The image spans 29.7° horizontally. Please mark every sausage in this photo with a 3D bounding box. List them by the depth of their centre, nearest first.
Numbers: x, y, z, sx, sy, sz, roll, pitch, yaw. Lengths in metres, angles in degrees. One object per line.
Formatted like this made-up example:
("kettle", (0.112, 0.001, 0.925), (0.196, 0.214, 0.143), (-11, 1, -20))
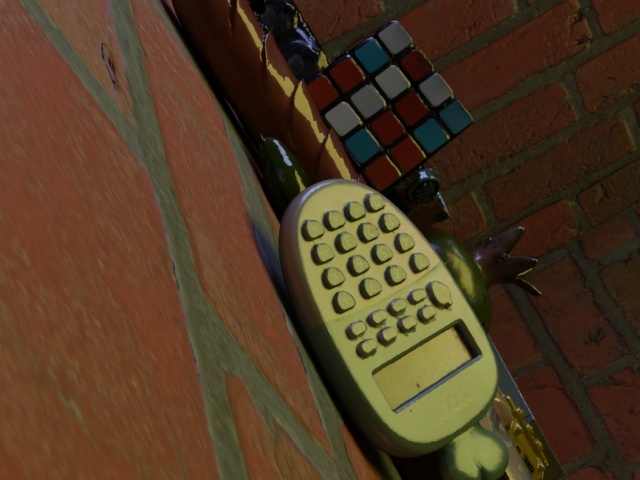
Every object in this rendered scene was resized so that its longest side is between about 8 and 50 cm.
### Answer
("sausage", (-0.037, -0.124, 1.291), (0.433, 0.088, 0.088), (58, 7, -14))

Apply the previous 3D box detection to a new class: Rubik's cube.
("Rubik's cube", (0.060, -0.139, 1.415), (0.155, 0.151, 0.154), (52, -16, -1))

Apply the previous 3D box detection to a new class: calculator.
("calculator", (0.065, 0.081, 1.033), (0.184, 0.042, 0.295), (-24, 82, -46))

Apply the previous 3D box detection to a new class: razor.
("razor", (-0.043, -0.260, 1.798), (0.189, 0.107, 0.327), (61, 5, 6))

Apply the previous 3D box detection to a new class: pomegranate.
("pomegranate", (0.156, 0.056, 1.479), (0.181, 0.224, 0.181), (154, -90, -88))

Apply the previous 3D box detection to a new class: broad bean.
("broad bean", (-0.001, 0.001, 1.230), (0.254, 0.046, 0.065), (60, 22, 2))

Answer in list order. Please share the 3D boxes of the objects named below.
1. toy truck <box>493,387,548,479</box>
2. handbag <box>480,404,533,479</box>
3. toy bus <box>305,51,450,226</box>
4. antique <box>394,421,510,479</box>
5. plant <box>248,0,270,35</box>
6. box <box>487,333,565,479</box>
("toy truck", (0.218, 0.254, 1.597), (0.227, 0.114, 0.098), (56, 8, -42))
("handbag", (0.160, 0.242, 1.270), (0.117, 0.095, 0.173), (-33, 95, -51))
("toy bus", (0.055, -0.105, 1.653), (0.275, 0.167, 0.138), (47, 15, -50))
("antique", (0.120, 0.204, 1.136), (0.310, 0.087, 0.093), (61, 5, 0))
("plant", (-0.080, -0.206, 1.361), (0.087, 0.085, 0.174), (16, 53, -75))
("box", (0.283, 0.284, 2.007), (0.225, 0.117, 0.225), (55, 8, -50))
